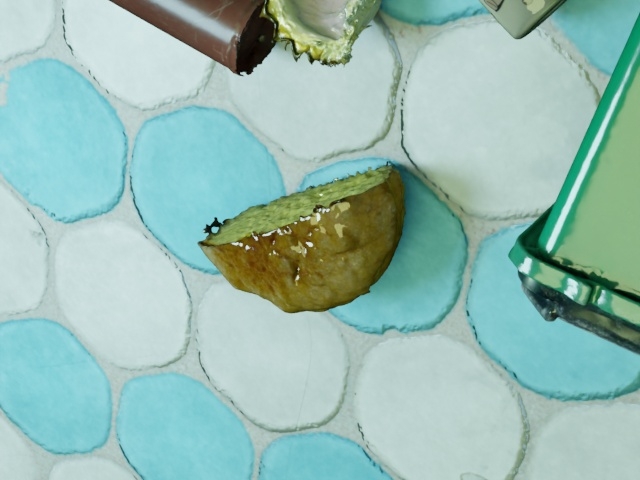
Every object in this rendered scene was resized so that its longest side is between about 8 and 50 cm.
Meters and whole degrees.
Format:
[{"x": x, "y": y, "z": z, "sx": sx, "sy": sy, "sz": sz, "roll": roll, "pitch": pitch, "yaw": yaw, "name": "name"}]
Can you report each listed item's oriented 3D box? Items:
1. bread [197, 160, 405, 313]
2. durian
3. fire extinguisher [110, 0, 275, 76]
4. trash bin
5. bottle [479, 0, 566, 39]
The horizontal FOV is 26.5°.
[{"x": -0.001, "y": 0.009, "z": 1.522, "sx": 0.260, "sy": 0.129, "sz": 0.134, "roll": -12, "pitch": 107, "yaw": 36, "name": "bread"}, {"x": 0.031, "y": -0.286, "z": 1.395, "sx": 0.140, "sy": 0.078, "sz": 0.224, "roll": 42, "pitch": 103, "yaw": 11, "name": "durian"}, {"x": -0.200, "y": -0.292, "z": 1.517, "sx": 0.337, "sy": 0.106, "sz": 0.147, "roll": 31, "pitch": 149, "yaw": 16, "name": "fire extinguisher"}, {"x": 0.368, "y": -0.079, "z": 1.181, "sx": 0.295, "sy": 0.259, "sz": 0.381, "roll": 25, "pitch": 121, "yaw": 19, "name": "trash bin"}, {"x": 0.150, "y": -0.295, "z": 1.300, "sx": 0.209, "sy": 0.097, "sz": 0.110, "roll": 48, "pitch": 124, "yaw": 3, "name": "bottle"}]
